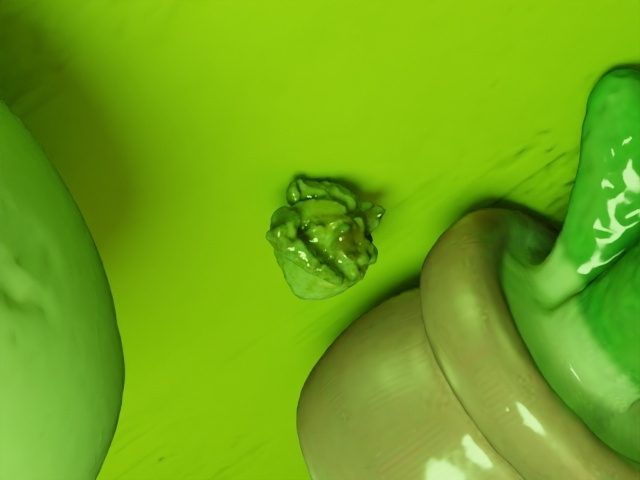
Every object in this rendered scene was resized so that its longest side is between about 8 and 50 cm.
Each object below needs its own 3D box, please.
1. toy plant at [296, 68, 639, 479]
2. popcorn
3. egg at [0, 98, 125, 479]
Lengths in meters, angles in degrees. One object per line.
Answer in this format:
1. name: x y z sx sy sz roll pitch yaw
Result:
1. toy plant: 0.170 0.051 0.790 0.356 0.210 0.317 -46 166 25
2. popcorn: 0.001 0.003 0.753 0.083 0.060 0.068 -5 113 -68
3. egg: -0.237 0.031 0.537 0.283 0.283 0.345 -24 132 9
